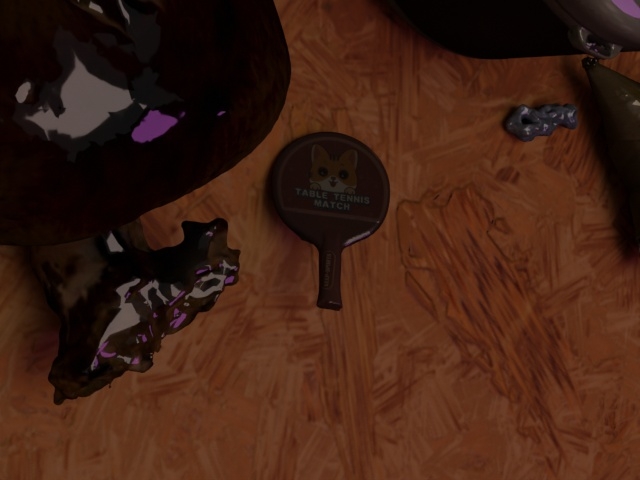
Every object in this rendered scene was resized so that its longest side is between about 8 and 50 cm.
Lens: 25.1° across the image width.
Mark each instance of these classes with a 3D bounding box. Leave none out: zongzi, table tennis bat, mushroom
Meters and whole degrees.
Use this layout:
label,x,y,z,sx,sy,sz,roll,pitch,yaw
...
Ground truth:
label,x,y,z,sx,sy,sz,roll,pitch,yaw
zongzi,0.389,-0.119,1.505,0.228,0.115,0.256,-33,99,-31
table tennis bat,0.000,0.000,1.308,0.107,0.119,0.170,5,65,-8
mushroom,-0.179,-0.119,1.075,0.331,0.356,0.334,-40,70,-12

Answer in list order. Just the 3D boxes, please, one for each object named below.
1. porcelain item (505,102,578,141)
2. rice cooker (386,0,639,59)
label,x,y,z,sx,sy,sz,roll,pitch,yaw
porcelain item,0.220,-0.119,1.433,0.083,0.028,0.036,-10,81,-31
rice cooker,0.224,-0.322,1.245,0.335,0.325,0.335,-2,94,-33
